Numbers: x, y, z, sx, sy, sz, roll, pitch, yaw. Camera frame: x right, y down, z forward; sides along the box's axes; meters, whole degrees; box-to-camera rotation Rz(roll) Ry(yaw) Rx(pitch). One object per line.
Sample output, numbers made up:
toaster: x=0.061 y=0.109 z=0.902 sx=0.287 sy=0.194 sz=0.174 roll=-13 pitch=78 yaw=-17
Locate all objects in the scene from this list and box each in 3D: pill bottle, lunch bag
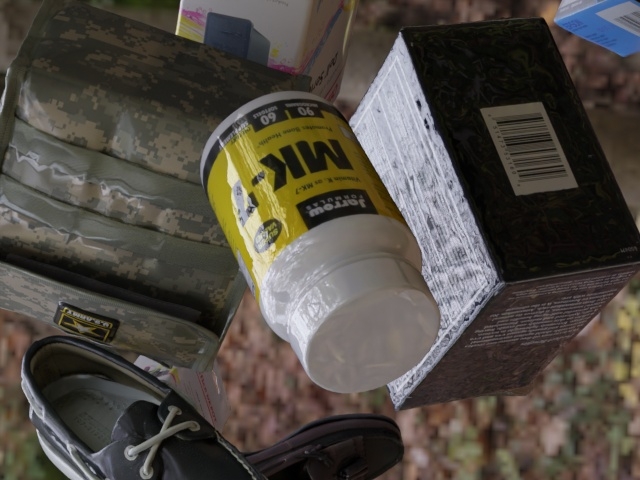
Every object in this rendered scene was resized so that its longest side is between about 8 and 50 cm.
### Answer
pill bottle: x=0.000 y=0.000 z=1.209 sx=0.208 sy=0.119 sz=0.119 roll=-119 pitch=25 yaw=-43
lunch bag: x=-0.165 y=-0.022 z=1.413 sx=0.169 sy=0.235 sz=0.287 roll=-81 pitch=12 yaw=-56

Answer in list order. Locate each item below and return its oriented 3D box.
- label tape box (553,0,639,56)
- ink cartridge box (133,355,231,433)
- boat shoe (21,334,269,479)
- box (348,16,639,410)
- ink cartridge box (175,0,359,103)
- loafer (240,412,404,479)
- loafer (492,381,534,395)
label tape box: x=0.398 y=-0.383 z=1.900 sx=0.334 sy=0.106 sz=0.240 roll=-66 pitch=9 yaw=-4
ink cartridge box: x=-0.152 y=0.173 z=1.714 sx=0.181 sy=0.061 sz=0.104 roll=-57 pitch=-46 yaw=-64
boat shoe: x=-0.141 y=0.165 z=1.361 sx=0.114 sy=0.302 sz=0.091 roll=-40 pitch=-49 yaw=-30
box: x=0.154 y=-0.026 z=1.779 sx=0.294 sy=0.182 sz=0.296 roll=-56 pitch=47 yaw=54
ink cartridge box: x=-0.043 y=-0.192 z=1.526 sx=0.207 sy=0.119 sz=0.353 roll=-59 pitch=-15 yaw=-54
loafer: x=-0.037 y=0.288 z=2.030 sx=0.095 sy=0.302 sz=0.109 roll=-124 pitch=24 yaw=-59
loafer: x=0.173 y=0.136 z=2.049 sx=0.268 sy=0.102 sz=0.092 roll=16 pitch=-107 yaw=-55
